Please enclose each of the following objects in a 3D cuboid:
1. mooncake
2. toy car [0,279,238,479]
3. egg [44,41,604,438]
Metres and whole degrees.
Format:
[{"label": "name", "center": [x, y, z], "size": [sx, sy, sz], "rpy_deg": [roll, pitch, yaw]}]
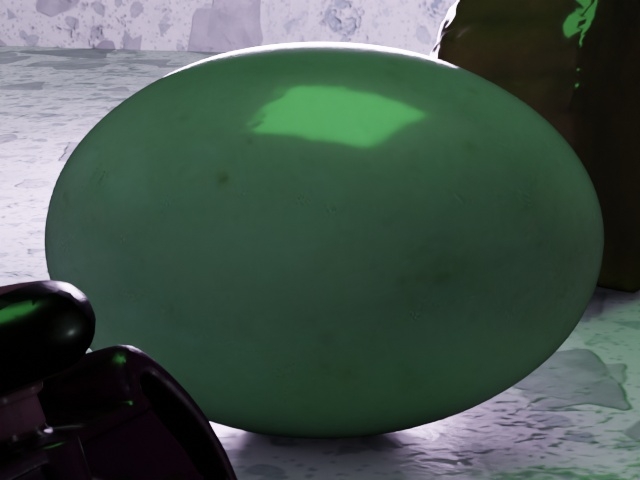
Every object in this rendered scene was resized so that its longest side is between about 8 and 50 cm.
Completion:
[{"label": "mooncake", "center": [0.235, -0.114, 1.558], "size": [0.187, 0.324, 0.324], "rpy_deg": [5, 14, 39]}, {"label": "toy car", "center": [-0.173, 0.178, 0.584], "size": [0.240, 0.271, 0.341], "rpy_deg": [-17, 1, 30]}, {"label": "egg", "center": [0.000, 0.000, 1.179], "size": [0.389, 0.276, 0.276], "rpy_deg": [-1, 13, 11]}]
